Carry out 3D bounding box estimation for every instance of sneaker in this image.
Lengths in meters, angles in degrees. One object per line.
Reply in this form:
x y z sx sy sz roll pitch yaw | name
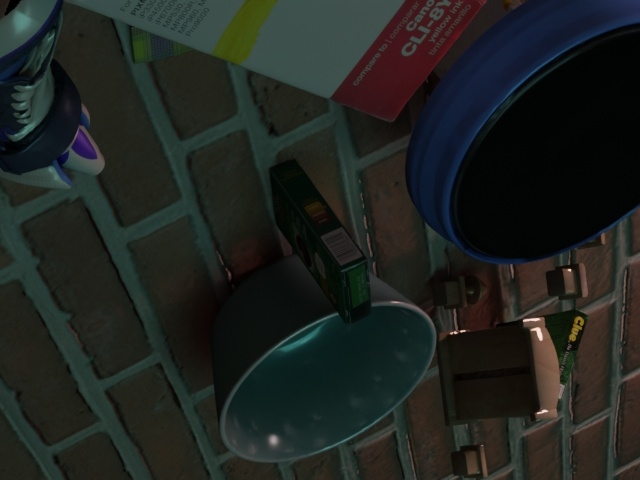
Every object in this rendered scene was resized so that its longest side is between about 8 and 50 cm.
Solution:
-0.256 -0.142 1.290 0.236 0.130 0.323 34 154 -35 | sneaker

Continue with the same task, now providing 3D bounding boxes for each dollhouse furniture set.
0.321 0.144 2.009 0.174 0.356 0.303 -3 175 -34 | dollhouse furniture set

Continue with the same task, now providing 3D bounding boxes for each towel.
-0.158 -0.215 1.515 0.083 0.009 0.060 -19 144 -17 | towel

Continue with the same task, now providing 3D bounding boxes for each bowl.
-0.022 0.134 1.912 0.311 0.163 0.311 -21 144 -17 | bowl
0.284 -0.125 1.653 0.391 0.077 0.391 -20 143 -16 | bowl

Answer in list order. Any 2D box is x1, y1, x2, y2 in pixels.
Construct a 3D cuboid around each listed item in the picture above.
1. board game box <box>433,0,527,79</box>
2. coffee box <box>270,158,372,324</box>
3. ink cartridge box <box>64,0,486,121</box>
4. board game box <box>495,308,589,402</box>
0.287 -0.232 1.718 0.275 0.144 0.142 -5 136 -34 | board game box
0.000 0.000 1.747 0.040 0.184 0.113 -26 143 -14 | coffee box
-0.079 -0.286 1.252 0.384 0.279 0.160 14 124 -46 | ink cartridge box
0.305 0.178 2.143 0.030 0.136 0.259 27 165 -13 | board game box
